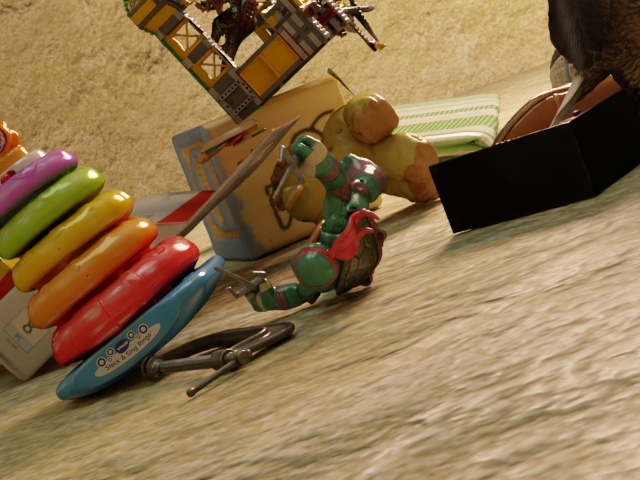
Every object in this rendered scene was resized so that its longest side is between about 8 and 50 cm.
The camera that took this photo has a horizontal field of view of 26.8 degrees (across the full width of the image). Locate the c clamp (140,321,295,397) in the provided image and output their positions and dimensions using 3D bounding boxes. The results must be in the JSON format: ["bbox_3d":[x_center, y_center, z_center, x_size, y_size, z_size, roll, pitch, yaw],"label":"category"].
[{"bbox_3d":[-0.094,0.093,1.108,0.137,0.022,0.161,-26,9,-34],"label":"c clamp"}]

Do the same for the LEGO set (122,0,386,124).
[{"bbox_3d":[-0.065,-0.306,1.662,0.192,0.255,0.331,-41,-5,27],"label":"LEGO set"}]

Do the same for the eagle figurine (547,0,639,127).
[{"bbox_3d":[0.331,-0.261,1.435,0.225,0.298,0.226,-24,7,-17],"label":"eagle figurine"}]

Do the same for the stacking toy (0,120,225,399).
[{"bbox_3d":[-0.239,-0.021,1.209,0.175,0.302,0.166,-38,3,8],"label":"stacking toy"}]

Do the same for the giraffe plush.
[{"bbox_3d":[0.024,-0.082,1.617,0.170,0.210,0.181,-45,-24,-6],"label":"giraffe plush"}]

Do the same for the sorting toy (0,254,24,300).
[{"bbox_3d":[-0.435,0.082,1.632,0.255,0.089,0.257,-48,3,10],"label":"sorting toy"}]

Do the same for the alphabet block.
[{"bbox_3d":[-0.062,-0.095,1.810,0.197,0.192,0.193,-22,9,-18],"label":"alphabet block"}]

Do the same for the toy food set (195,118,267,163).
[{"bbox_3d":[-0.106,-0.119,1.586,0.083,0.020,0.083,-30,6,-30],"label":"toy food set"}]

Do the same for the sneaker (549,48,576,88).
[{"bbox_3d":[0.467,-0.263,1.996,0.129,0.111,0.297,-6,0,-39],"label":"sneaker"}]

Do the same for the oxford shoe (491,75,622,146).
[{"bbox_3d":[0.291,-0.136,1.581,0.212,0.076,0.076,-33,48,-10],"label":"oxford shoe"}]

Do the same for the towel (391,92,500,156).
[{"bbox_3d":[0.156,-0.172,2.087,0.248,0.038,0.325,-7,15,10],"label":"towel"}]

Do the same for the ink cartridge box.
[{"bbox_3d":[-0.198,-0.027,1.545,0.385,0.091,0.308,-44,3,9],"label":"ink cartridge box"}]

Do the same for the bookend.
[{"bbox_3d":[0.216,-0.079,1.306,0.156,0.072,0.157,-16,8,38],"label":"bookend"}]

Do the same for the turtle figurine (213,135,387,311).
[{"bbox_3d":[0.000,0.000,1.203,0.175,0.118,0.234,-62,-10,19],"label":"turtle figurine"}]
